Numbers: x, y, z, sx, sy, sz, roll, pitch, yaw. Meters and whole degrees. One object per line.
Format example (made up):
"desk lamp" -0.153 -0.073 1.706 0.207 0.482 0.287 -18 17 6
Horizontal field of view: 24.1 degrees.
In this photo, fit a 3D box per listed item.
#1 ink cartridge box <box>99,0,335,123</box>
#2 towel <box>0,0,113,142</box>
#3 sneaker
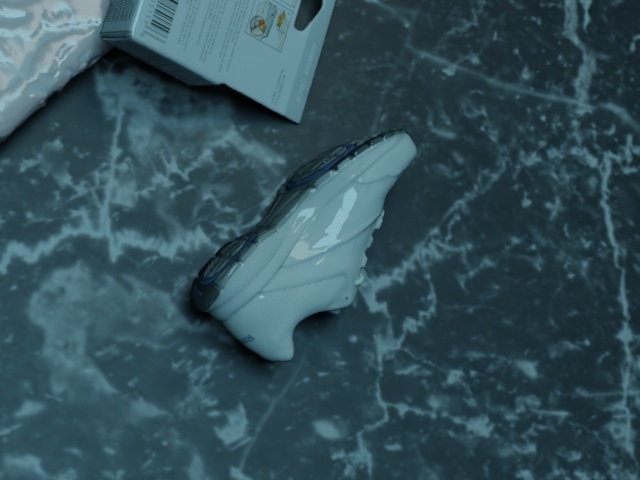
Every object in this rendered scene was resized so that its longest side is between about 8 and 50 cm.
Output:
"ink cartridge box" -0.085 -0.290 1.570 0.239 0.060 0.275 25 76 -42
"towel" -0.368 -0.266 1.519 0.317 0.053 0.332 44 67 0
"sneaker" 0.000 0.000 1.537 0.297 0.111 0.129 -46 106 -19
